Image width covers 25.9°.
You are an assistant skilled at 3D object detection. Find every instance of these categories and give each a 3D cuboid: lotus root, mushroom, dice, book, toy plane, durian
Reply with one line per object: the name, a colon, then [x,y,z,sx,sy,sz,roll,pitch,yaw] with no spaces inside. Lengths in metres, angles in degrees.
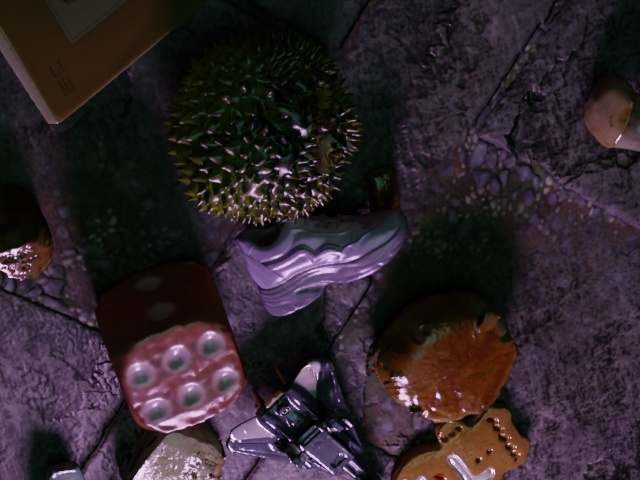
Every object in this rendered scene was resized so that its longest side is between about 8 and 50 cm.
lotus root: [-0.208,0.327,2.081,0.144,0.070,0.143,20,107,-24]
mushroom: [0.543,-0.163,2.052,0.328,0.122,0.159,5,103,-18]
dice: [-0.208,0.146,1.941,0.175,0.179,0.174,-18,118,-5]
book: [-0.252,-0.358,1.687,0.389,0.032,0.269,-43,121,-26]
lotus root: [-0.414,-0.014,1.848,0.159,0.135,0.095,29,102,-39]
toy plane: [0.017,0.321,2.127,0.204,0.103,0.316,-42,118,4]
durian: [-0.083,-0.146,1.824,0.291,0.224,0.291,-38,138,-45]

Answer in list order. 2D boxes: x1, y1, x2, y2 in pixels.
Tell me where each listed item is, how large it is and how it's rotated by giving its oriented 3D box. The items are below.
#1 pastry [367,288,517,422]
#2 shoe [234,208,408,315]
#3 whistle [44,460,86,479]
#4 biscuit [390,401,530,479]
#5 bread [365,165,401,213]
pastry: [0.183,0.180,2.114,0.229,0.100,0.218,-6,119,-19]
shoe: [0.000,0.000,1.973,0.245,0.095,0.138,-28,120,12]
whistle: [-0.374,0.453,2.088,0.180,0.093,0.269,-8,110,-20]
biscuit: [0.218,0.366,2.245,0.249,0.035,0.184,-33,118,0]
bread: [0.092,-0.063,2.012,0.047,0.036,0.083,-16,119,-11]
